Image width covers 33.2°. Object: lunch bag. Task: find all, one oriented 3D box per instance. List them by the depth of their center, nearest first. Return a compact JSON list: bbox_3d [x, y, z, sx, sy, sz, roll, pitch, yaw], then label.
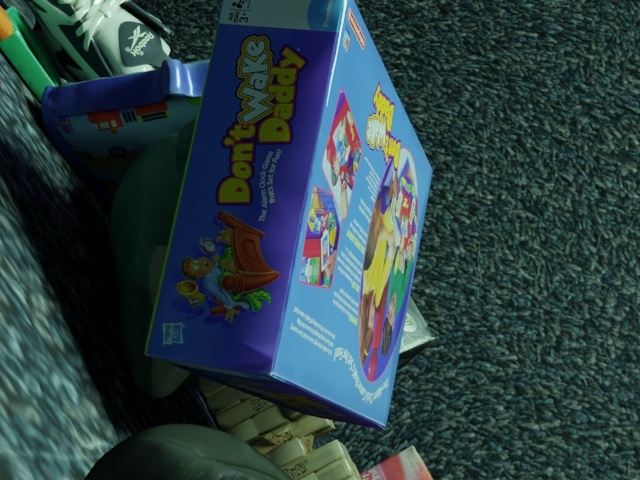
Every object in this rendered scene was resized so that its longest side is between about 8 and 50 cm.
[{"bbox_3d":[-0.100,-0.093,0.967,0.293,0.221,0.138,52,33,-76],"label":"lunch bag"}]

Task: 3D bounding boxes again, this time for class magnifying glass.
[{"bbox_3d":[-0.257,-0.170,0.887,0.092,0.026,0.231,61,-1,7],"label":"magnifying glass"}]

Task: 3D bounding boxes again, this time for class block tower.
[{"bbox_3d":[-0.029,0.189,0.977,0.335,0.097,0.091,63,-1,15],"label":"block tower"}]

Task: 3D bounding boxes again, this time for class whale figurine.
[{"bbox_3d":[-0.108,0.013,0.803,0.272,0.141,0.216,-60,154,-67],"label":"whale figurine"}]

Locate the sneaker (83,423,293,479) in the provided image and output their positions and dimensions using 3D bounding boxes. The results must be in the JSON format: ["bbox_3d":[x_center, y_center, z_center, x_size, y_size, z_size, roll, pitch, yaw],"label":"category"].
[{"bbox_3d":[-0.039,0.147,0.428,0.130,0.109,0.286,48,-17,38],"label":"sneaker"}]

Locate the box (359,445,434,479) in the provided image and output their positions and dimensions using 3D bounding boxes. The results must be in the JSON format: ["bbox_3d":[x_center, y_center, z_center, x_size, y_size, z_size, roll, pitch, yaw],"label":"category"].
[{"bbox_3d":[0.107,0.386,1.148,0.142,0.154,0.300,62,0,-31],"label":"box"}]

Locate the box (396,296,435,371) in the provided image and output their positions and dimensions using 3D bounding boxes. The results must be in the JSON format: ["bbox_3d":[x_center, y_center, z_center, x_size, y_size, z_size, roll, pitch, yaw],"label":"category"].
[{"bbox_3d":[0.009,0.131,1.139,0.077,0.147,0.180,61,-37,16],"label":"box"}]

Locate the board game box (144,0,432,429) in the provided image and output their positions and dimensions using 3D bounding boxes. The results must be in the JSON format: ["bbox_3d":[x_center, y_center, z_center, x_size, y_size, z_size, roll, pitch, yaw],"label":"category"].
[{"bbox_3d":[0.000,0.000,0.767,0.347,0.078,0.233,47,52,-70],"label":"board game box"}]

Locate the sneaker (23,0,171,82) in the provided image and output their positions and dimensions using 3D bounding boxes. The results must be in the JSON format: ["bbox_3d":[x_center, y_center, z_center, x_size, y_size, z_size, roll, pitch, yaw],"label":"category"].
[{"bbox_3d":[-0.202,-0.212,0.974,0.153,0.094,0.235,27,-32,16],"label":"sneaker"}]
